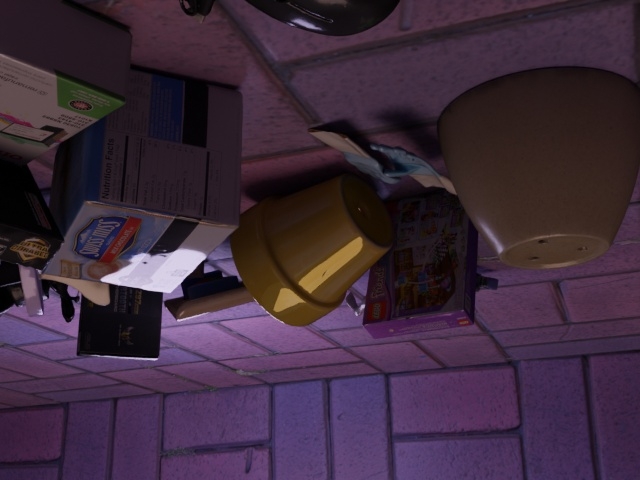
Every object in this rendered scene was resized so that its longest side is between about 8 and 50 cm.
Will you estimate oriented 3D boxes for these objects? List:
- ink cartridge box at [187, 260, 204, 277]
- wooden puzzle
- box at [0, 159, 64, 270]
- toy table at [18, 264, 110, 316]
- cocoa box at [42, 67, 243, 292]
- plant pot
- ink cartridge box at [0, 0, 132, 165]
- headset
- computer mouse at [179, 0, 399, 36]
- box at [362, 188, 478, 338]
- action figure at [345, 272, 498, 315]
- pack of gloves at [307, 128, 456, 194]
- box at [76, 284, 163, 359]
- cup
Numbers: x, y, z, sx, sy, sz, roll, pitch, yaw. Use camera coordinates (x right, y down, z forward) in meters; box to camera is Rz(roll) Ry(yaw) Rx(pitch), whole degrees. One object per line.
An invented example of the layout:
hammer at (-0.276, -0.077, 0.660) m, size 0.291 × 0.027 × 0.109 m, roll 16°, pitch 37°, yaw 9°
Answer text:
ink cartridge box at (-0.333, 0.000, 1.793) m, size 0.172 × 0.100 × 0.237 m, roll -1°, pitch 160°, yaw -3°
wooden puzzle at (-0.183, 0.096, 1.940) m, size 0.322 × 0.080 × 0.348 m, roll -15°, pitch -179°, yaw -14°
box at (-0.544, -0.103, 1.245) m, size 0.293 × 0.295 × 0.073 m, roll 21°, pitch 115°, yaw -48°
toy table at (-0.488, 0.012, 1.652) m, size 0.161 × 0.252 × 0.274 m, roll -6°, pitch 129°, yaw -16°
cocoa box at (-0.289, -0.083, 1.373) m, size 0.228 × 0.231 × 0.347 m, roll 9°, pitch 157°, yaw -24°
plant pot at (0.000, 0.000, 1.647) m, size 0.239 × 0.254 × 0.254 m, roll -33°, pitch 147°, yaw 28°
ink cartridge box at (-0.416, -0.216, 1.167) m, size 0.278 × 0.117 × 0.201 m, roll -19°, pitch 154°, yaw 41°
headset at (-0.694, 0.122, 1.954) m, size 0.243 × 0.185 × 0.394 m, roll -19°, pitch 177°, yaw 19°
computer mouse at (-0.027, -0.295, 1.040) m, size 0.272 × 0.072 × 0.188 m, roll 5°, pitch 158°, yaw -18°
box at (0.195, 0.037, 1.652) m, size 0.201 × 0.293 × 0.057 m, roll -11°, pitch 139°, yaw 28°
action figure at (0.272, 0.147, 2.146) m, size 0.341 × 0.178 × 0.330 m, roll 11°, pitch 166°, yaw -26°
pack of gloves at (0.110, -0.116, 1.483) m, size 0.195 × 0.046 × 0.232 m, roll 13°, pitch 171°, yaw 35°
box at (-0.464, 0.159, 2.033) m, size 0.183 × 0.232 × 0.059 m, roll 8°, pitch 164°, yaw -23°
cup at (0.359, -0.089, 1.394) m, size 0.331 × 0.237 × 0.331 m, roll -1°, pitch 160°, yaw 0°
